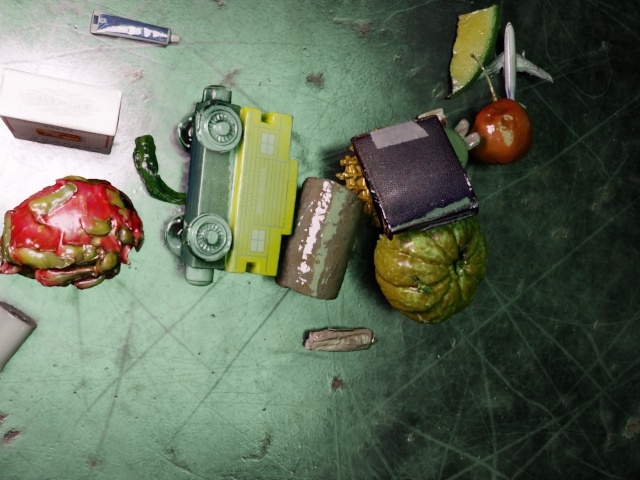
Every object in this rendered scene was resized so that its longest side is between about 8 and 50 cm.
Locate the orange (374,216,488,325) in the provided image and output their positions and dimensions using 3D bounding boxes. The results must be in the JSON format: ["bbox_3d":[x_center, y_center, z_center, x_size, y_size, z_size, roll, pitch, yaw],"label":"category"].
[{"bbox_3d":[0.258,0.039,1.828,0.300,0.223,0.301,41,77,-41],"label":"orange"}]

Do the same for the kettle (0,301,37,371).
[{"bbox_3d":[-0.693,0.206,1.617,0.127,0.098,0.148,38,84,-19],"label":"kettle"}]

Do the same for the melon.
[{"bbox_3d":[0.376,-0.478,1.940,0.114,0.053,0.261,20,89,7],"label":"melon"}]

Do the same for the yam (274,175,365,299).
[{"bbox_3d":[0.000,0.000,1.788,0.161,0.161,0.268,17,85,-16],"label":"yam"}]

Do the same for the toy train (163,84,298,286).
[{"bbox_3d":[-0.189,-0.114,1.711,0.272,0.179,0.442,6,90,-32],"label":"toy train"}]

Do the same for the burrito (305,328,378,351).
[{"bbox_3d":[0.055,0.241,1.868,0.188,0.045,0.058,2,116,-19],"label":"burrito"}]

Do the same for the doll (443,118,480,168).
[{"bbox_3d":[0.249,-0.189,1.832,0.275,0.113,0.155,-31,76,-16],"label":"doll"}]

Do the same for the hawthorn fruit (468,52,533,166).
[{"bbox_3d":[0.436,-0.327,1.912,0.165,0.165,0.285,-11,95,-16],"label":"hawthorn fruit"}]

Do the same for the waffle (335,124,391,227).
[{"bbox_3d":[0.158,-0.156,1.888,0.232,0.051,0.228,41,83,-13],"label":"waffle"}]

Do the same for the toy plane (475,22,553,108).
[{"bbox_3d":[0.487,-0.442,1.973,0.226,0.058,0.226,-4,88,-5],"label":"toy plane"}]

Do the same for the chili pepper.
[{"bbox_3d":[-0.369,-0.149,1.728,0.073,0.050,0.182,-41,109,-39],"label":"chili pepper"}]

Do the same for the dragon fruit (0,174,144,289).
[{"bbox_3d":[-0.518,-0.008,1.591,0.303,0.231,0.237,-19,84,-34],"label":"dragon fruit"}]

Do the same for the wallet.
[{"bbox_3d":[0.208,-0.143,1.723,0.221,0.071,0.262,-17,72,-8],"label":"wallet"}]

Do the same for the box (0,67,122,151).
[{"bbox_3d":[-0.513,-0.248,1.537,0.210,0.330,0.095,8,89,-16],"label":"box"}]

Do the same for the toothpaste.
[{"bbox_3d":[-0.411,-0.471,1.718,0.197,0.035,0.057,9,80,-14],"label":"toothpaste"}]

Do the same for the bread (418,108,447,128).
[{"bbox_3d":[0.286,-0.285,1.929,0.070,0.035,0.083,-16,98,-14],"label":"bread"}]
